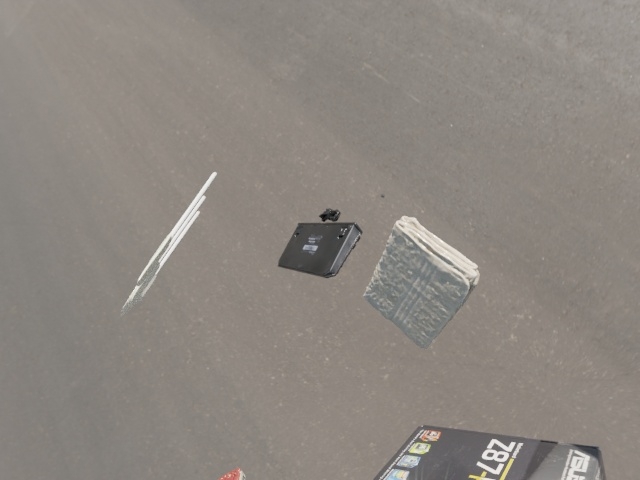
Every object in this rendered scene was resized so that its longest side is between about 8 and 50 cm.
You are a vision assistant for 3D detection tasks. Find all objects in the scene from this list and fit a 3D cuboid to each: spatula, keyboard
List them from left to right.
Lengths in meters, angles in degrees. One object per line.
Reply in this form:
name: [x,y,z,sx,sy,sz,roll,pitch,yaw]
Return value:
spatula: [-0.244,0.003,0.713,0.168,0.019,0.242,-49,15,49]
keyboard: [0.000,0.000,0.629,0.180,0.023,0.108,5,65,63]

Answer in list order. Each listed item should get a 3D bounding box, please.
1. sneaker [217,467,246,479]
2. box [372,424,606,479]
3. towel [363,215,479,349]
sneaker: [-0.152,0.491,0.731,0.088,0.093,0.225,-32,25,11]
box: [0.212,0.418,0.638,0.318,0.395,0.097,-9,93,39]
towel: [0.193,0.092,0.891,0.187,0.282,0.049,41,54,20]
